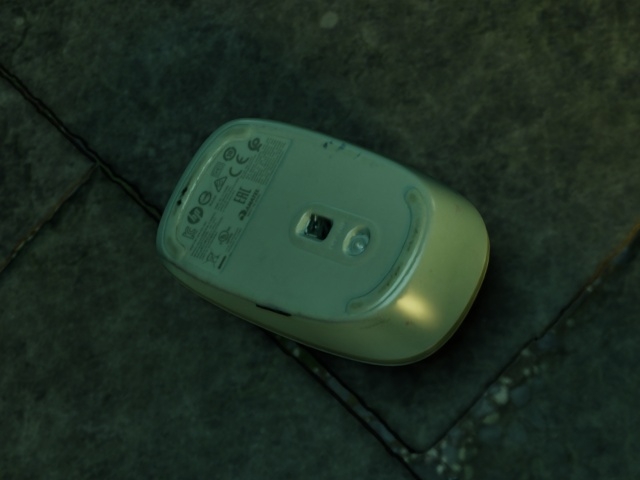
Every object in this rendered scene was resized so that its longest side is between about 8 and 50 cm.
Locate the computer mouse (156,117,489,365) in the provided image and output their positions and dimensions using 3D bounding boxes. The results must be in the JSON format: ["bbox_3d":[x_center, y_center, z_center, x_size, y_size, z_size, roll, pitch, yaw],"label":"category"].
[{"bbox_3d":[0.004,0.003,1.256,0.288,0.097,0.159,19,78,40],"label":"computer mouse"}]
